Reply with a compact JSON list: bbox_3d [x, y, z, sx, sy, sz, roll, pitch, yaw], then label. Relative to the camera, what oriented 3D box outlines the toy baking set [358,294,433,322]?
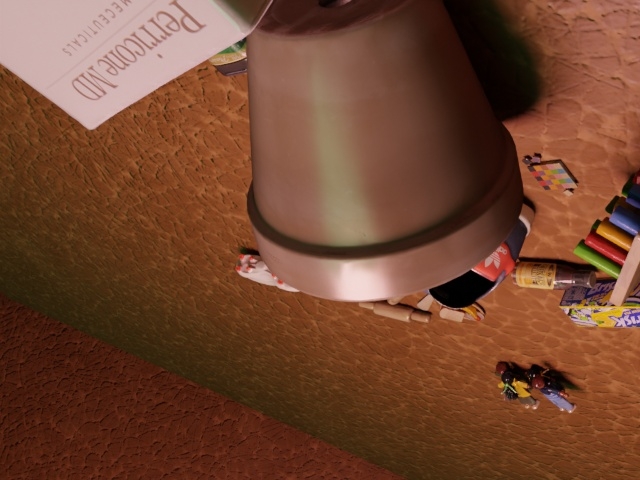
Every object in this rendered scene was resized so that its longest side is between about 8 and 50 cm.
[{"bbox_3d":[0.135,0.101,1.611,0.256,0.030,0.197,14,153,29],"label":"toy baking set"}]

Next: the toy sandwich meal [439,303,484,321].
[{"bbox_3d":[0.260,0.133,1.541,0.085,0.029,0.086,22,156,10],"label":"toy sandwich meal"}]

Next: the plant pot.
[{"bbox_3d":[0.045,-0.141,0.920,0.323,0.323,0.280,11,136,33],"label":"plant pot"}]

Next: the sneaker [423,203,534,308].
[{"bbox_3d":[0.196,0.046,1.285,0.131,0.148,0.350,28,157,-1],"label":"sneaker"}]

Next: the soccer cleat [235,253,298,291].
[{"bbox_3d":[-0.091,0.067,1.754,0.196,0.068,0.076,12,167,35],"label":"soccer cleat"}]

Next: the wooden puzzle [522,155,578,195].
[{"bbox_3d":[0.300,-0.084,1.083,0.049,0.006,0.083,-3,142,49],"label":"wooden puzzle"}]

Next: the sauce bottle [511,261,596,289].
[{"bbox_3d":[0.353,0.054,1.270,0.128,0.042,0.042,0,145,43],"label":"sauce bottle"}]

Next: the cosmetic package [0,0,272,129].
[{"bbox_3d":[-0.205,-0.359,0.662,0.393,0.327,0.329,38,154,-25],"label":"cosmetic package"}]

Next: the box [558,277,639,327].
[{"bbox_3d":[0.444,0.092,1.232,0.059,0.054,0.169,41,154,-28],"label":"box"}]

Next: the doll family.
[{"bbox_3d":[0.415,0.285,1.646,0.111,0.076,0.193,45,147,-25],"label":"doll family"}]

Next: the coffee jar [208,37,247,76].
[{"bbox_3d":[-0.134,-0.288,1.041,0.096,0.079,0.184,0,144,42],"label":"coffee jar"}]

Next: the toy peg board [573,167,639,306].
[{"bbox_3d":[0.361,-0.035,0.948,0.079,0.161,0.161,34,161,24],"label":"toy peg board"}]
